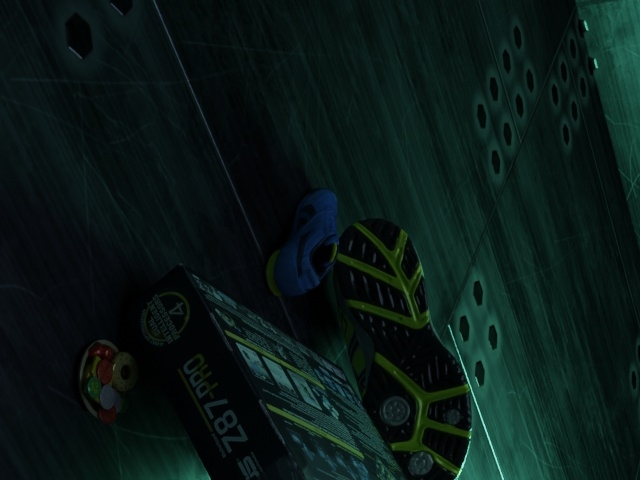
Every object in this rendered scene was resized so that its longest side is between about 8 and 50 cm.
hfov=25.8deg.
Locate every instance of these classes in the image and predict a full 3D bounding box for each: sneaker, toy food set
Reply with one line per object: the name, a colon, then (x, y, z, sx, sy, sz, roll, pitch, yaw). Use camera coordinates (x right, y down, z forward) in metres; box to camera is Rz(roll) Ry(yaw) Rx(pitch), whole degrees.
sneaker: (0.000, 0.000, 1.815, 0.069, 0.082, 0.209, 66, 30, -27)
toy food set: (-0.217, 0.142, 1.417, 0.083, 0.020, 0.082, 52, 41, -48)
sneaker: (0.110, 0.161, 1.886, 0.147, 0.145, 0.384, 126, -46, -83)

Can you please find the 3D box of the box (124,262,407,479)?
box: (-0.021, 0.225, 1.539, 0.318, 0.097, 0.395, 55, 9, 33)
